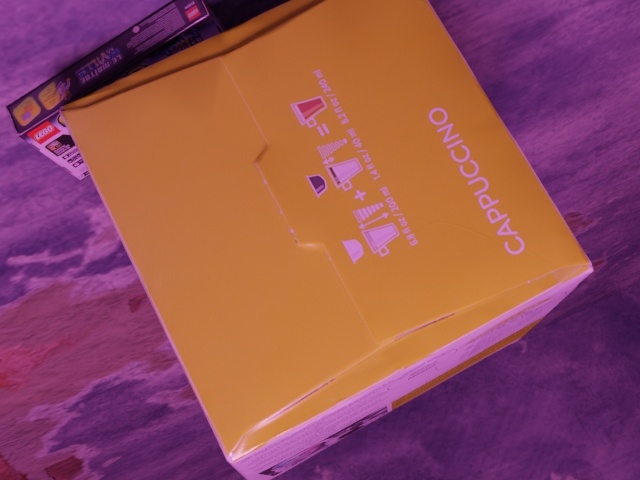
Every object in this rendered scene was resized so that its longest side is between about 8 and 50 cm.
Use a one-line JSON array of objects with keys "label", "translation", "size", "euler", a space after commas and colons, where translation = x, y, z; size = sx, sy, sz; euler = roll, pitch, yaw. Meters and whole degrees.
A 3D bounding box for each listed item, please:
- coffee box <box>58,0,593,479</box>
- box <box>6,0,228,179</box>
[{"label": "coffee box", "translation": [0.000, 0.000, 0.957], "size": [0.338, 0.338, 0.334], "euler": [-27, 165, -8]}, {"label": "box", "translation": [-0.175, -0.142, 0.930], "size": [0.207, 0.036, 0.114], "euler": [-31, 155, 5]}]
